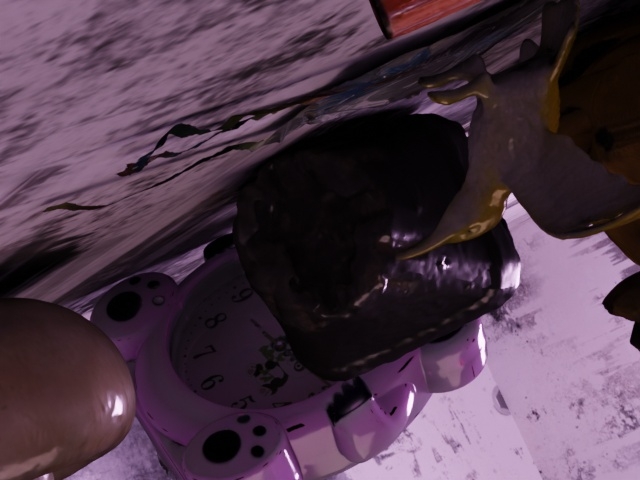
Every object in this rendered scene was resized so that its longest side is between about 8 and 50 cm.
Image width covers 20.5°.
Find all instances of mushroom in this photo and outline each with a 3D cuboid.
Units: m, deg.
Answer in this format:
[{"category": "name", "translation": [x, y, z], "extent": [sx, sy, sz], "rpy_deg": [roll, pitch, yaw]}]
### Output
[{"category": "mushroom", "translation": [-0.199, 0.139, 1.052], "extent": [0.204, 0.204, 0.204], "rpy_deg": [-25, 176, -2]}]

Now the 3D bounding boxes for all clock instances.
[{"category": "clock", "translation": [-0.022, 0.080, 1.297], "extent": [0.248, 0.227, 0.090], "rpy_deg": [-29, 138, -13]}]

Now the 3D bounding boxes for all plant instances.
[{"category": "plant", "translation": [0.033, 0.004, 1.146], "extent": [0.164, 0.142, 0.256], "rpy_deg": [-28, 171, 17]}]

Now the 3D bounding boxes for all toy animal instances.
[{"category": "toy animal", "translation": [0.088, -0.057, 0.943], "extent": [0.155, 0.095, 0.219], "rpy_deg": [-31, -153, 8]}]

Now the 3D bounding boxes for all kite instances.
[{"category": "kite", "translation": [-0.002, -0.067, 0.921], "extent": [0.310, 0.015, 0.169], "rpy_deg": [-23, 176, -32]}]

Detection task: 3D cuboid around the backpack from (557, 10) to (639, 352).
[{"category": "backpack", "translation": [0.312, -0.099, 1.110], "extent": [0.353, 0.201, 0.378], "rpy_deg": [-29, 179, -7]}]

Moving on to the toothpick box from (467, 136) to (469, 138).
[{"category": "toothpick box", "translation": [0.103, -0.056, 1.424], "extent": [0.083, 0.047, 0.047], "rpy_deg": [-23, 175, -12]}]

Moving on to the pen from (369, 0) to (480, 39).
[{"category": "pen", "translation": [0.127, -0.139, 0.710], "extent": [0.239, 0.028, 0.028], "rpy_deg": [-25, 176, -9]}]
